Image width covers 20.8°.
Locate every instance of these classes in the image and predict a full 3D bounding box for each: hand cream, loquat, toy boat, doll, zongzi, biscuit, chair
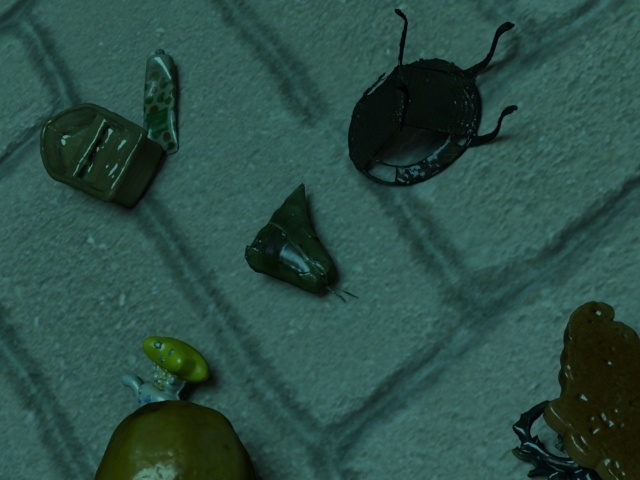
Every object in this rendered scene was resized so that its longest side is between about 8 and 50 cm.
[{"bbox_3d":[-0.216,-0.185,2.341,0.057,0.037,0.165,-15,61,25],"label":"hand cream"},{"bbox_3d":[-0.164,0.278,1.925,0.187,0.176,0.234,-2,62,12],"label":"loquat"},{"bbox_3d":[-0.298,-0.116,2.319,0.188,0.061,0.116,25,86,41],"label":"toy boat"},{"bbox_3d":[-0.187,0.172,2.081,0.135,0.071,0.113,-3,79,38],"label":"doll"},{"bbox_3d":[0.000,0.000,2.072,0.154,0.062,0.130,20,62,33],"label":"zongzi"},{"bbox_3d":[0.313,0.181,1.717,0.183,0.043,0.280,-9,60,-16],"label":"biscuit"},{"bbox_3d":[0.123,-0.165,2.075,0.213,0.149,0.174,126,149,-55],"label":"chair"}]

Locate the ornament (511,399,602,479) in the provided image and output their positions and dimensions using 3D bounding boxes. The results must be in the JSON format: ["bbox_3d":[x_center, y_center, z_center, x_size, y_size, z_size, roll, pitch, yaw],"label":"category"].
[{"bbox_3d":[0.218,0.282,1.736,0.202,0.080,0.236,-24,53,12],"label":"ornament"}]
